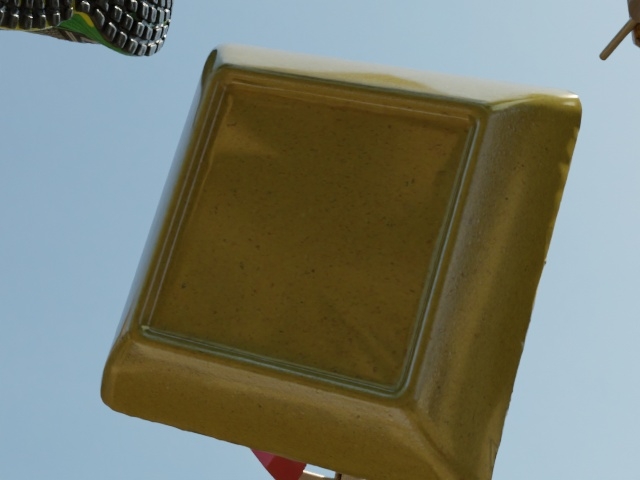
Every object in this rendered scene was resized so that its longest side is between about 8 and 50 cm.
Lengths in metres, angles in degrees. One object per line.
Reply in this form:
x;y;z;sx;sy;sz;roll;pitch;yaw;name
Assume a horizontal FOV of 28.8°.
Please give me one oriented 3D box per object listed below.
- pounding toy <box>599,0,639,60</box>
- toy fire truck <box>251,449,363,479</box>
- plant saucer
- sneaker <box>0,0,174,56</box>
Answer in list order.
0.372;-0.247;1.360;0.100;0.141;0.130;-21;-58;-6;pounding toy
0.038;0.215;1.264;0.192;0.047;0.135;38;-91;-31;toy fire truck
0.000;0.000;0.961;0.333;0.332;0.081;11;-13;22;plant saucer
-0.273;-0.267;1.265;0.344;0.146;0.134;1;-81;-58;sneaker
